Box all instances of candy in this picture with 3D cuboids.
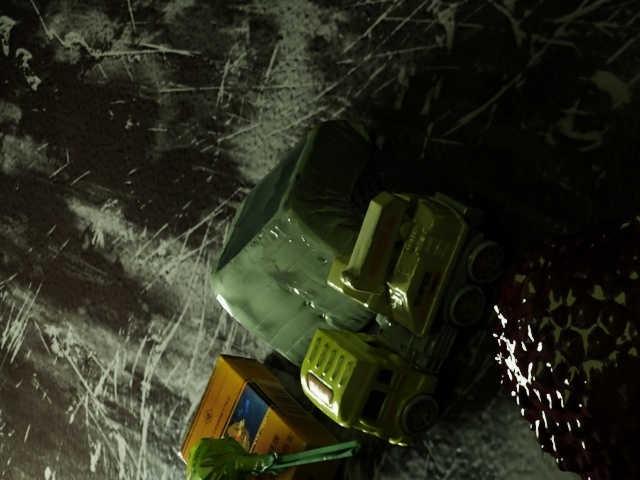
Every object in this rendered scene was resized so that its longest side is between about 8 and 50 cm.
[{"bbox_3d":[-0.053,0.252,1.702,0.262,0.077,0.073,-17,43,40],"label":"candy"}]

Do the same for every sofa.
[{"bbox_3d":[0.000,0.000,1.811,0.210,0.176,0.225,-45,16,36],"label":"sofa"}]

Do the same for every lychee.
[{"bbox_3d":[0.276,0.105,1.268,0.271,0.271,0.271,-25,58,48],"label":"lychee"}]

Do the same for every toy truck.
[{"bbox_3d":[0.074,0.075,1.609,0.124,0.157,0.272,35,106,53],"label":"toy truck"}]

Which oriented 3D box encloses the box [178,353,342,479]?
[{"bbox_3d":[-0.077,0.258,1.829,0.237,0.070,0.152,39,110,54],"label":"box"}]
